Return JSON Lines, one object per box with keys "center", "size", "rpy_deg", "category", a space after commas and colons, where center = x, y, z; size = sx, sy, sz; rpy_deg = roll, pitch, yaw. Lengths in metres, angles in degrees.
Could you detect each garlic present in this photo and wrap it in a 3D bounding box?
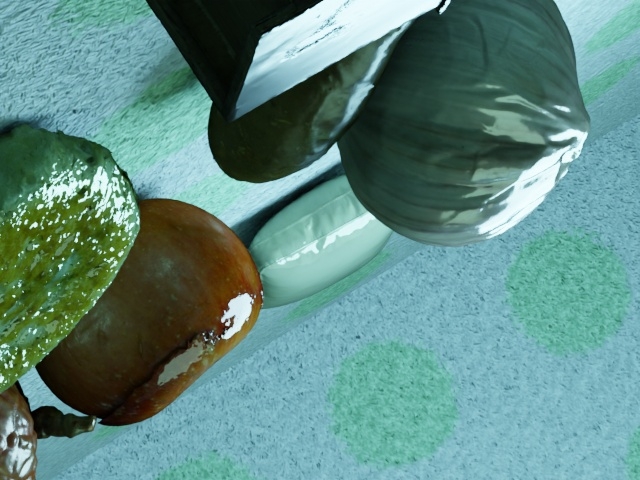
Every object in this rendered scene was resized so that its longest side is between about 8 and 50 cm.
{"center": [0.144, -0.144, 1.837], "size": [0.317, 0.259, 0.317], "rpy_deg": [-159, -90, -90], "category": "garlic"}

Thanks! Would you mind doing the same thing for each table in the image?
{"center": [-0.019, -0.211, 1.223], "size": [0.193, 0.169, 0.172], "rpy_deg": [-31, 171, -19], "category": "table"}

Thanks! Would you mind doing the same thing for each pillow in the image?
{"center": [0.000, 0.000, 2.604], "size": [0.255, 0.119, 0.322], "rpy_deg": [-30, 173, -10], "category": "pillow"}

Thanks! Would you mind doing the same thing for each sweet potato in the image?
{"center": [0.020, -0.191, 1.661], "size": [0.422, 0.130, 0.130], "rpy_deg": [-49, 164, 33], "category": "sweet potato"}

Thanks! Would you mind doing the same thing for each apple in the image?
{"center": [-0.198, 0.073, 2.034], "size": [0.251, 0.206, 0.272], "rpy_deg": [-40, -179, -43], "category": "apple"}

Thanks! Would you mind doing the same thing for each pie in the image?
{"center": [-0.283, 0.036, 1.623], "size": [0.323, 0.070, 0.323], "rpy_deg": [-44, 158, -23], "category": "pie"}

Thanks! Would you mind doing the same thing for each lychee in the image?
{"center": [-0.395, 0.209, 1.955], "size": [0.300, 0.255, 0.255], "rpy_deg": [-22, 169, -9], "category": "lychee"}
